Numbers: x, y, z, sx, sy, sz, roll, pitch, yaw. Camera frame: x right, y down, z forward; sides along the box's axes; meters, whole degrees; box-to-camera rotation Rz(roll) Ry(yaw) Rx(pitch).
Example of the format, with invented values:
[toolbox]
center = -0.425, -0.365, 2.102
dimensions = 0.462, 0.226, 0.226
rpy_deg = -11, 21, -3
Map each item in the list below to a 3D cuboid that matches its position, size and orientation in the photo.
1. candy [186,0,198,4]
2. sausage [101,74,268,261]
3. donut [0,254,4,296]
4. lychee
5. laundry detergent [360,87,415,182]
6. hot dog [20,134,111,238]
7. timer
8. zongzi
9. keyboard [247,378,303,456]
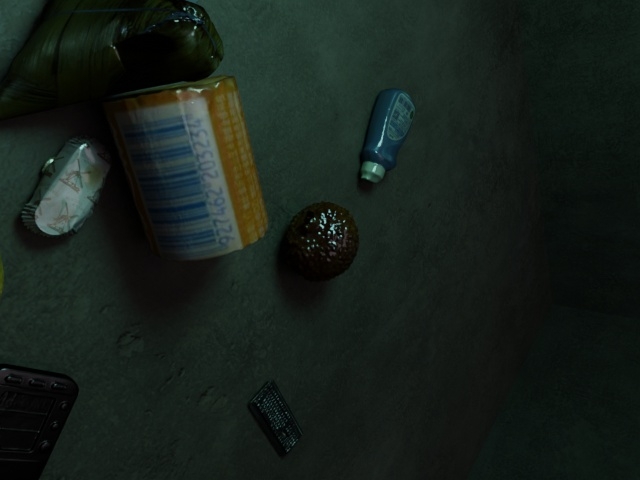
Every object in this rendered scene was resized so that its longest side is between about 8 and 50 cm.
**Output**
[candy]
center = -0.291, -0.463, 0.871
dimensions = 0.138, 0.071, 0.174
rpy_deg = 41, 64, -42
[sausage]
center = -0.232, -0.132, 0.868
dimensions = 0.233, 0.233, 0.287
rpy_deg = -33, 120, -41
[donut]
center = -0.547, 0.097, 0.665
dimensions = 0.259, 0.101, 0.152
rpy_deg = -43, 131, -40
[lychee]
center = 0.000, 0.000, 1.183
dimensions = 0.200, 0.200, 0.238
rpy_deg = -62, 149, -21
[laundry detergent]
center = 0.189, -0.298, 1.426
dimensions = 0.143, 0.094, 0.289
rpy_deg = 36, 73, -51
[hot dog]
center = -0.417, -0.092, 0.805
dimensions = 0.099, 0.053, 0.192
rpy_deg = 38, 65, -45
[timer]
center = -0.497, 0.300, 0.777
dimensions = 0.144, 0.055, 0.187
rpy_deg = 31, 77, -44
[zongzi]
center = -0.330, -0.253, 0.718
dimensions = 0.300, 0.286, 0.138
rpy_deg = -60, 159, -22
[keyboard]
center = -0.111, 0.466, 1.252
dimensions = 0.094, 0.025, 0.230
rpy_deg = -44, 126, -32
